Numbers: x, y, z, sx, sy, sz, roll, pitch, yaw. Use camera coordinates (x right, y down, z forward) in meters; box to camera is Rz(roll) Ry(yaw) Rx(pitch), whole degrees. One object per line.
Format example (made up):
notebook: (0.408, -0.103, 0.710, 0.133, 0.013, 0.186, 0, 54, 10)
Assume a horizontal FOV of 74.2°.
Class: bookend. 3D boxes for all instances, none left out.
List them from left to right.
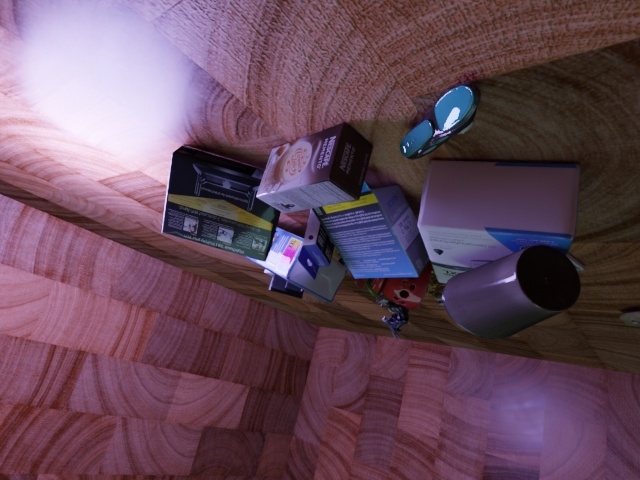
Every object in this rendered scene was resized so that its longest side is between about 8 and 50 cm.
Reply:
bookend: (-0.143, 0.183, 1.817, 0.157, 0.072, 0.156, 14, 161, 1)

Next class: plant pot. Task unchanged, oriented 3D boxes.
plant pot: (0.277, 0.128, 1.481, 0.174, 0.191, 0.191, 17, 162, 2)

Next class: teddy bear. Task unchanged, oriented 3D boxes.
teddy bear: (0.545, 0.204, 1.624, 0.338, 0.113, 0.245, 25, 157, -29)

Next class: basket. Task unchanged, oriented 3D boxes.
basket: (0.391, 0.105, 0.863, 0.205, 0.154, 0.227, 13, 157, -3)

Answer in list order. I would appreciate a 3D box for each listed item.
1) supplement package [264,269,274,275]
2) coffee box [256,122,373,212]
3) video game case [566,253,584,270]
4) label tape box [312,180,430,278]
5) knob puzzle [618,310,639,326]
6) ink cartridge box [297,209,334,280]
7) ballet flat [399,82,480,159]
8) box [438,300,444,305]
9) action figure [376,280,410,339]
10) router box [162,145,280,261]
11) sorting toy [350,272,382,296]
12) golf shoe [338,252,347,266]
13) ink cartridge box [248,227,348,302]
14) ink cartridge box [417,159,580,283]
supplement package: (-0.149, 0.112, 1.896, 0.179, 0.105, 0.105, -6, 154, 45)
coffee box: (-0.018, -0.154, 0.952, 0.247, 0.141, 0.098, -6, 152, 46)
video game case: (0.665, 0.058, 1.244, 0.157, 0.019, 0.143, 25, 160, -32)
label tape box: (0.119, -0.057, 1.129, 0.241, 0.106, 0.333, -8, 121, 50)
knob puzzle: (1.148, 0.266, 1.463, 0.213, 0.029, 0.213, 14, 163, 4)
ink cartridge box: (0.000, 0.000, 1.283, 0.045, 0.208, 0.206, 9, 162, 17)
ballet flat: (0.220, -0.206, 0.744, 0.074, 0.074, 0.203, 21, 155, -17)
box: (0.667, 0.285, 1.873, 0.233, 0.044, 0.159, 18, 162, -9)
action figure: (0.288, 0.243, 1.668, 0.141, 0.275, 0.164, 14, 162, 1)
router box: (-0.265, -0.098, 1.176, 0.309, 0.242, 0.081, 17, -153, -5)
sorting toy: (0.248, 0.149, 1.762, 0.126, 0.127, 0.366, -27, 148, 20)
golf shoe: (0.155, 0.037, 1.488, 0.120, 0.105, 0.273, 4, 172, -17)
ink cartridge box: (-0.133, 0.056, 1.543, 0.396, 0.151, 0.270, 25, 172, 43)
ink cartridge box: (0.407, -0.013, 0.992, 0.286, 0.166, 0.395, 6, 160, 24)
